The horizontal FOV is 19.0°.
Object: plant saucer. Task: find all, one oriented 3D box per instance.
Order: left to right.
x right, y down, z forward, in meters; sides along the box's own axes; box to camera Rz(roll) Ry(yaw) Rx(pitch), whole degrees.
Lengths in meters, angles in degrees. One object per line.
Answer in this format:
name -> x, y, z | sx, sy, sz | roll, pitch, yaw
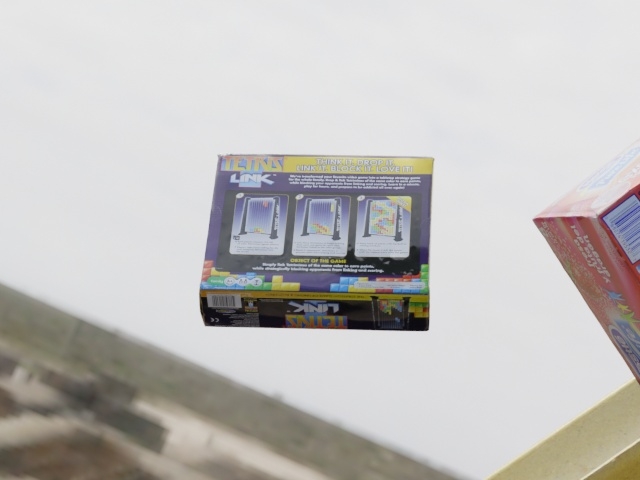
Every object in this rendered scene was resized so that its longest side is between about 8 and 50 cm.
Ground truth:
plant saucer -> 0.259, 0.208, 1.702 | 0.081, 0.333, 0.333 | 58, -17, 2

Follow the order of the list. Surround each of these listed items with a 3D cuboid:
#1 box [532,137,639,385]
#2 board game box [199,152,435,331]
box -> 0.282, 0.051, 1.337 | 0.257, 0.128, 0.122 | 56, -12, -9
board game box -> 0.000, 0.000, 1.443 | 0.170, 0.141, 0.048 | 2, -42, 5
